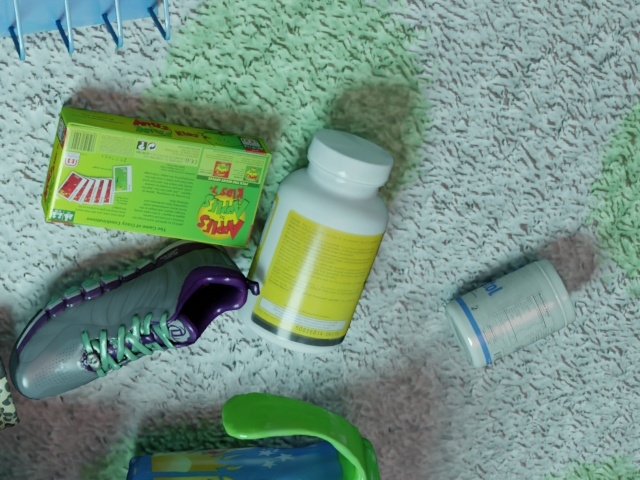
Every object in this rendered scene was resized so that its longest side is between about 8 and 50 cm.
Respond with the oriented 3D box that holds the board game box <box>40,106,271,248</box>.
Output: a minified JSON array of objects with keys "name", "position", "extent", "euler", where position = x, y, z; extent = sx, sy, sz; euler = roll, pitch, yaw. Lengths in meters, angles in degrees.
[{"name":"board game box","position":[-0.143,-0.054,1.585],"extent":[0.181,0.043,0.092],"euler":[8,112,-19]}]

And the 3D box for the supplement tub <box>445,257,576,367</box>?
[{"name":"supplement tub","position":[0.178,0.069,1.722],"extent":[0.107,0.071,0.071],"euler":[-26,119,-5]}]

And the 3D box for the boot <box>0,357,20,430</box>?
[{"name":"boot","position":[-0.370,0.101,1.568],"extent":[0.179,0.085,0.236],"euler":[-19,125,-10]}]

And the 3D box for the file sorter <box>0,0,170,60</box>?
[{"name":"file sorter","position":[-0.210,-0.211,1.457],"extent":[0.170,0.104,0.118],"euler":[-10,117,-13]}]

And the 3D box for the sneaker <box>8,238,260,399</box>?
[{"name":"sneaker","position":[-0.163,0.073,1.583],"extent":[0.224,0.098,0.083],"euler":[-33,122,-15]}]

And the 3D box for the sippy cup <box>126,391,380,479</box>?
[{"name":"sippy cup","position":[-0.074,0.287,1.676],"extent":[0.224,0.240,0.305],"euler":[6,88,-8]}]

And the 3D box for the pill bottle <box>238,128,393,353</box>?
[{"name":"pill bottle","position":[0.000,0.000,1.618],"extent":[0.103,0.103,0.184],"euler":[13,111,-21]}]
